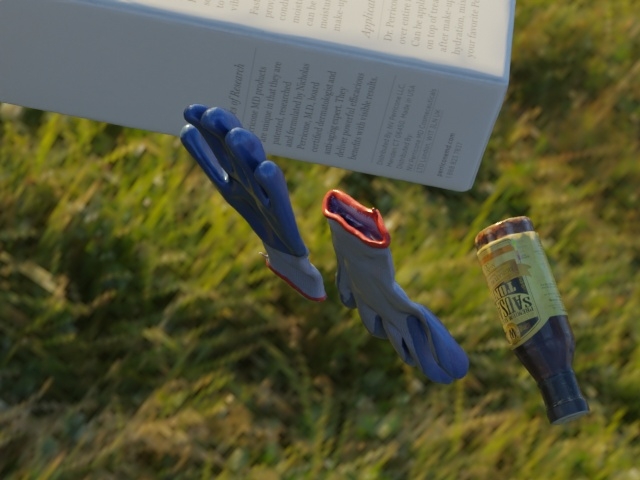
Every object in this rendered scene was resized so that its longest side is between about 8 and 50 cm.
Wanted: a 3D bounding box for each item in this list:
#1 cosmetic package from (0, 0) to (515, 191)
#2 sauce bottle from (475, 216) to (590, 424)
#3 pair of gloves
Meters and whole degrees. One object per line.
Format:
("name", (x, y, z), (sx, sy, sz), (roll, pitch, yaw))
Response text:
("cosmetic package", (-0.065, -0.213, 1.668), (0.453, 0.161, 0.230), (12, 54, -3))
("sauce bottle", (0.133, 0.050, 1.178), (0.042, 0.042, 0.128), (-5, 68, -39))
("pair of gloves", (0.000, 0.000, 1.026), (0.023, 0.159, 0.198), (-44, 54, -14))
